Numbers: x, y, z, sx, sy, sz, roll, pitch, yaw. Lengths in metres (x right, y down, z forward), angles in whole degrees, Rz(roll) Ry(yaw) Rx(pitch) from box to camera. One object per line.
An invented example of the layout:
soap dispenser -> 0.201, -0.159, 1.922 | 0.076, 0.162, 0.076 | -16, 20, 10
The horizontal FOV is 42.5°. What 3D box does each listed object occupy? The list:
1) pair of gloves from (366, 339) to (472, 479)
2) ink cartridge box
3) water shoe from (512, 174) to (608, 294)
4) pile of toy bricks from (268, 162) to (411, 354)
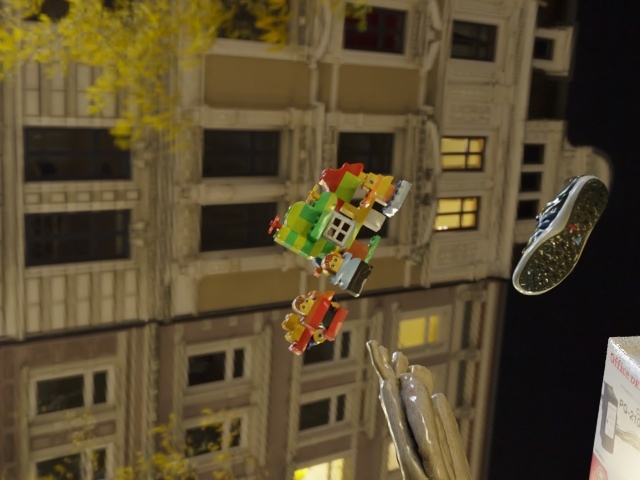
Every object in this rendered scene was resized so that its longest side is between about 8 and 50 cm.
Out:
pair of gloves -> 0.092, 0.197, 0.618 | 0.042, 0.240, 0.204 | -18, -123, 10
ink cartridge box -> 0.451, 0.266, 1.105 | 0.172, 0.100, 0.237 | -105, -163, -74
water shoe -> 0.351, -0.007, 1.227 | 0.203, 0.073, 0.080 | -53, -165, -1
pile of toy bricks -> 0.000, 0.000, 0.825 | 0.212, 0.105, 0.118 | -62, -176, -16
